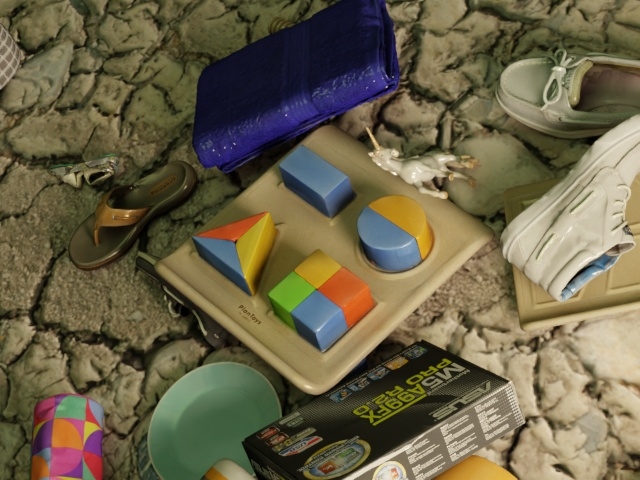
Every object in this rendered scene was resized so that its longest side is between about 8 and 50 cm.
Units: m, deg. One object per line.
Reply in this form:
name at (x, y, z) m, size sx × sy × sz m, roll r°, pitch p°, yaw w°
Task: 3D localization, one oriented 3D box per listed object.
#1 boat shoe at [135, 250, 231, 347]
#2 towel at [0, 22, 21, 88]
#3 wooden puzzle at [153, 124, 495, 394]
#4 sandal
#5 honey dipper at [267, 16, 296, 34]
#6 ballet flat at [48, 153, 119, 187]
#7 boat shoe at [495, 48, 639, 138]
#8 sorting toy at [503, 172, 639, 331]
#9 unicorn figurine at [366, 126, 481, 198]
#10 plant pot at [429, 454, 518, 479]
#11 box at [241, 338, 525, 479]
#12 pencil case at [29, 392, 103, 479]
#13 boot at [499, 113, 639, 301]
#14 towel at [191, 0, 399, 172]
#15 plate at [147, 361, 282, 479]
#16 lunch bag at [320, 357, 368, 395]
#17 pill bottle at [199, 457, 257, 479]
boat shoe at (-0.190, 0.077, 2.057) m, size 0.206 × 0.075 × 0.065 m, roll 31°, pitch 97°, yaw 36°
towel at (-0.610, -0.261, 2.323) m, size 0.121 × 0.235 × 0.284 m, roll 34°, pitch 78°, yaw 27°
wooden puzzle at (0.000, 0.000, 1.974) m, size 0.348 × 0.080 × 0.322 m, roll -39°, pitch 53°, yaw -21°
sandal at (-0.275, -0.045, 2.168) m, size 0.219 × 0.060 × 0.090 m, roll -35°, pitch 55°, yaw -1°
honey dipper at (-0.007, -0.290, 2.229) m, size 0.160 × 0.030 × 0.030 m, roll 27°, pitch 73°, yaw 28°
ballet flat at (-0.351, -0.099, 2.245) m, size 0.114 × 0.041 × 0.041 m, roll -11°, pitch 58°, yaw 16°
boat shoe at (0.376, -0.195, 1.975) m, size 0.320 × 0.103 × 0.118 m, roll 16°, pitch 68°, yaw 28°
sorting toy at (0.391, -0.004, 1.902) m, size 0.307 × 0.041 × 0.229 m, roll -12°, pitch 53°, yaw 14°
unicorn figurine at (0.136, -0.097, 2.001) m, size 0.111 × 0.162 × 0.060 m, roll 24°, pitch 101°, yaw 32°
plant pot at (0.146, 0.350, 1.705) m, size 0.205 × 0.205 × 0.188 m, roll 21°, pitch 54°, yaw 30°
box at (0.070, 0.223, 1.770) m, size 0.270 × 0.060 × 0.216 m, roll -28°, pitch 20°, yaw -18°
pencil case at (-0.328, 0.319, 1.957) m, size 0.104 × 0.104 × 0.236 m, roll -12°, pitch 60°, yaw 15°
boot at (0.352, -0.035, 1.865) m, size 0.258 × 0.095 × 0.123 m, roll -43°, pitch 57°, yaw 0°
towel at (-0.033, -0.223, 2.139) m, size 0.308 × 0.076 × 0.228 m, roll -22°, pitch 37°, yaw 19°
plate at (-0.135, 0.247, 1.965) m, size 0.188 × 0.024 × 0.188 m, roll -10°, pitch 57°, yaw 16°
lunch bag at (0.018, 0.163, 1.930) m, size 0.067 × 0.065 × 0.098 m, roll -38°, pitch 52°, yaw -22°
pill bottle at (-0.146, 0.409, 1.790) m, size 0.162 × 0.162 × 0.278 m, roll 34°, pitch 77°, yaw 33°
